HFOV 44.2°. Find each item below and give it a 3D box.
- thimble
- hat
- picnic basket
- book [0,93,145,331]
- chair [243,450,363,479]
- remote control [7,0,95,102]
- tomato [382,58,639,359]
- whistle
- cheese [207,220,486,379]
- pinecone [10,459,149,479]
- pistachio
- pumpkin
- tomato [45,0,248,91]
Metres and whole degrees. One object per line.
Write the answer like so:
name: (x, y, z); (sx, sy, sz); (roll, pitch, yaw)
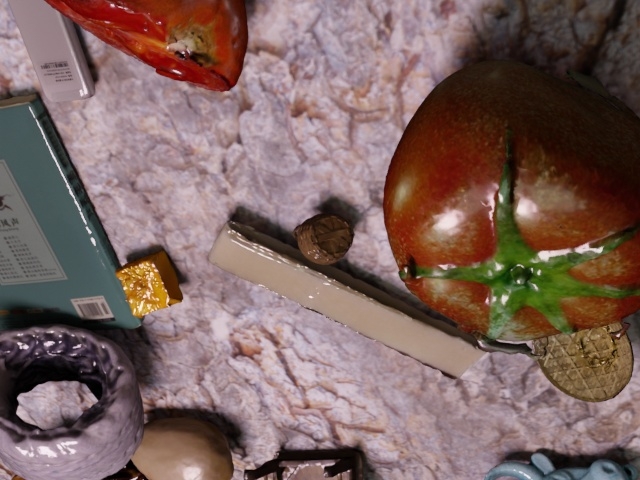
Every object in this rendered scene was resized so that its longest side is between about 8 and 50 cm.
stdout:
thimble: (-0.386, 0.238, 1.161); (0.245, 0.217, 0.157); (19, 143, 8)
hat: (0.356, 0.131, 1.027); (0.146, 0.067, 0.146); (19, 116, 46)
picnic basket: (0.000, 0.000, 1.012); (0.072, 0.072, 0.083); (33, 158, -12)
book: (-0.433, -0.015, 1.111); (0.264, 0.031, 0.380); (-5, 125, 15)
chair: (0.002, 0.440, 1.294); (0.160, 0.319, 0.186); (-8, 80, 17)
remote control: (-0.324, -0.281, 0.894); (0.067, 0.029, 0.261); (-3, 123, 15)
tomato: (0.217, -0.044, 0.813); (0.303, 0.239, 0.304); (10, 140, 9)
whistle: (0.348, 0.403, 1.173); (0.273, 0.186, 0.093); (-29, 151, 2)
cheese: (0.040, 0.083, 1.070); (0.400, 0.034, 0.085); (25, 132, -9)
pinecone: (-0.391, 0.433, 1.332); (0.228, 0.202, 0.202); (-17, 89, 22)
pistachio: (-0.224, 0.347, 1.279); (0.185, 0.126, 0.108); (17, 153, 15)
pumpkin: (-0.239, 0.062, 1.111); (0.074, 0.054, 0.083); (-16, 100, 19)
tomato: (-0.170, -0.256, 0.789); (0.200, 0.140, 0.233); (22, 175, 28)
